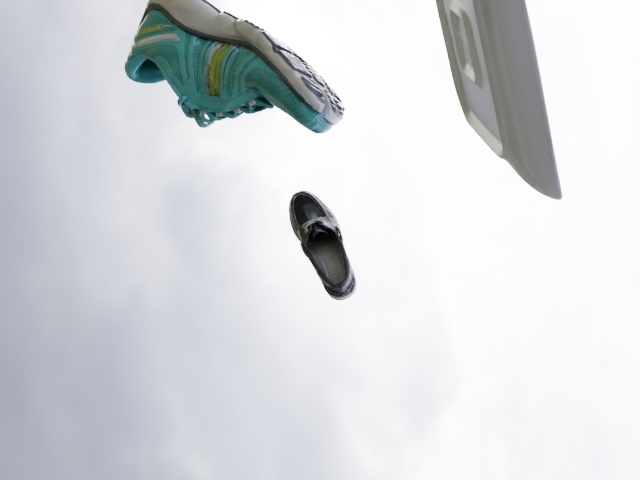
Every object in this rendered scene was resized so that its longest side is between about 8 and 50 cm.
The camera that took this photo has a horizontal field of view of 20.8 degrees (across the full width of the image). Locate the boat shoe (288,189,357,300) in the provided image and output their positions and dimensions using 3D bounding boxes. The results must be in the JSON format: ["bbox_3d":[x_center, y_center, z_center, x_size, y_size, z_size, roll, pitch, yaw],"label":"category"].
[{"bbox_3d":[0.000,0.000,1.731,0.038,0.046,0.125,67,3,-67],"label":"boat shoe"}]

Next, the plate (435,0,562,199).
[{"bbox_3d":[0.159,-0.197,1.708,0.278,0.045,0.277,-115,-171,-70],"label":"plate"}]

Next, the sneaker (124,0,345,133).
[{"bbox_3d":[-0.084,-0.154,1.685,0.275,0.107,0.110,29,-93,40],"label":"sneaker"}]
